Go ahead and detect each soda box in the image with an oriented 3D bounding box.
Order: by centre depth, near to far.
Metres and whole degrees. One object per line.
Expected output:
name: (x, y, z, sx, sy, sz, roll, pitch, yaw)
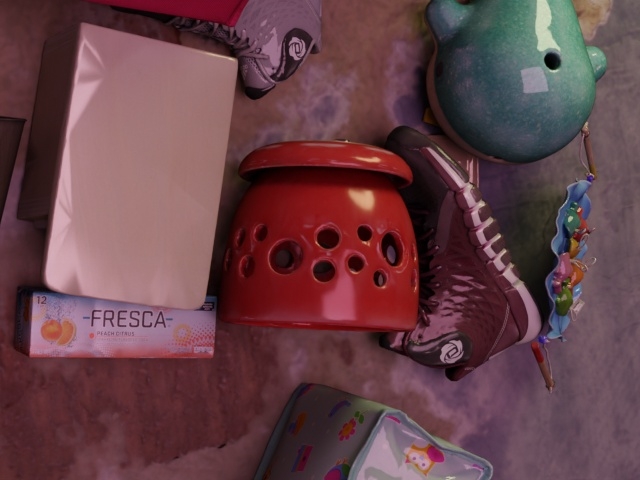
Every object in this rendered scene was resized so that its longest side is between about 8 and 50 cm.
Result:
soda box: (-0.192, 0.077, 1.266, 0.183, 0.058, 0.063, 3, 92, -28)

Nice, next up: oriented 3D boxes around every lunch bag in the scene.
lunch bag: (0.011, 0.285, 1.291, 0.160, 0.223, 0.262, 31, 81, -19)

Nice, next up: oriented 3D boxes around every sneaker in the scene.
sneaker: (-0.090, -0.198, 1.286, 0.228, 0.086, 0.132, -9, 100, -27)
sneaker: (0.108, 0.033, 1.385, 0.162, 0.106, 0.281, -37, 111, -11)

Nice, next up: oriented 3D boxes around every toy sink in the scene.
toy sink: (-0.182, -0.060, 1.222, 0.152, 0.131, 0.234, 9, 85, -27)

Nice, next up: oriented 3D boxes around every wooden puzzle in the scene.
wooden puzzle: (0.136, -0.081, 1.447, 0.078, 0.014, 0.116, 4, 92, -23)

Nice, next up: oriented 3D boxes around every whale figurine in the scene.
whale figurine: (0.216, -0.217, 1.401, 0.216, 0.141, 0.272, 17, 78, -17)

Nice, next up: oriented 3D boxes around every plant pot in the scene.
plant pot: (0.000, 0.000, 1.291, 0.191, 0.191, 0.174, 5, 82, -27)

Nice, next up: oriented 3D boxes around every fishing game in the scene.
fishing game: (0.276, 0.024, 1.450, 0.189, 0.041, 0.264, 59, 44, -60)

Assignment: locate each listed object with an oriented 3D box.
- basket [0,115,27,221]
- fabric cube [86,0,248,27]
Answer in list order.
basket: (-0.356, 0.002, 1.132, 0.204, 0.154, 0.227, 2, 96, -25)
fabric cube: (-0.154, -0.360, 1.100, 0.258, 0.254, 0.259, 6, 60, -28)
